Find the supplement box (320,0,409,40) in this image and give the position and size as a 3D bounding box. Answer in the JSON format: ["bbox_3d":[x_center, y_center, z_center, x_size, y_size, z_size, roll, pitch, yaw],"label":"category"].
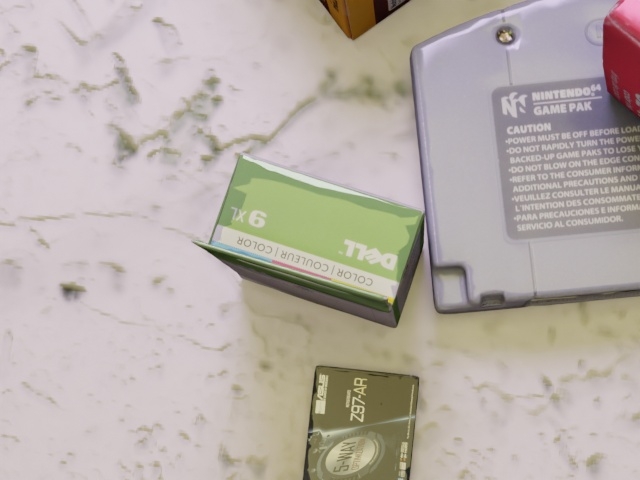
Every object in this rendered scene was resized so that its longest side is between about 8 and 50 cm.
[{"bbox_3d":[0.039,-0.270,0.930,0.194,0.129,0.191,-36,80,-2],"label":"supplement box"}]

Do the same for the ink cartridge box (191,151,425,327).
[{"bbox_3d":[0.000,0.000,0.849,0.109,0.209,0.062,18,85,6],"label":"ink cartridge box"}]

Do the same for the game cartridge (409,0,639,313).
[{"bbox_3d":[0.210,-0.065,0.925,0.297,0.062,0.198,-5,76,3],"label":"game cartridge"}]

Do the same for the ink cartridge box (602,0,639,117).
[{"bbox_3d":[0.342,-0.088,0.809,0.226,0.131,0.306,-45,73,-5],"label":"ink cartridge box"}]

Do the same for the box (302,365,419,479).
[{"bbox_3d":[0.025,0.123,0.925,0.067,0.018,0.083,6,82,5],"label":"box"}]
